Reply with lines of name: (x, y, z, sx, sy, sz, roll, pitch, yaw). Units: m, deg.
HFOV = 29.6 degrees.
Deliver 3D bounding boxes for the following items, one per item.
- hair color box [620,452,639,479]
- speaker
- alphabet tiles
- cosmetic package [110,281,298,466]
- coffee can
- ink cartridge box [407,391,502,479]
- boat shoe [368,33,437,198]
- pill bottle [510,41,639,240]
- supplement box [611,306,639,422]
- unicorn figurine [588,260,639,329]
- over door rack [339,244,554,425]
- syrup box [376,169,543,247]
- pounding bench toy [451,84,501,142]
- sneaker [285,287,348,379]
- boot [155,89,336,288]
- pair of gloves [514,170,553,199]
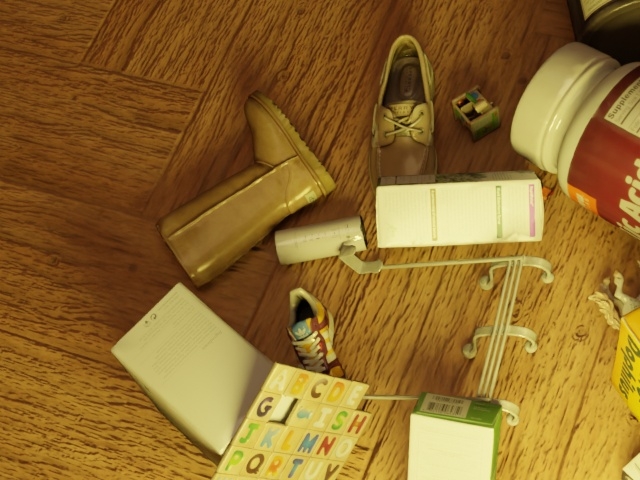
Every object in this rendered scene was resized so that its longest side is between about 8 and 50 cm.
hair color box: (0.483, 0.283, 1.575, 0.167, 0.053, 0.093, -38, 61, -12)
speaker: (0.000, 0.000, 1.837, 0.136, 0.055, 0.055, -11, 60, 6)
alphabet tiles: (-0.030, 0.262, 1.580, 0.009, 0.237, 0.198, 34, 99, 40)
cosmetic package: (-0.137, 0.212, 1.651, 0.225, 0.224, 0.138, 36, 74, 27)
coffee can: (0.476, -0.413, 1.877, 0.202, 0.201, 0.275, -8, 60, 8)
ink cartridge box: (0.172, 0.308, 1.583, 0.109, 0.209, 0.062, 8, 25, 16)
boat shoe: (0.128, -0.181, 1.884, 0.109, 0.098, 0.302, 0, 62, 13)
pill bottle: (0.476, -0.112, 1.693, 0.392, 0.224, 0.224, 35, 74, 29)
supplement box: (0.568, 0.128, 1.504, 0.356, 0.194, 0.195, -27, 59, -8)
unicorn figurine: (0.468, 0.076, 1.696, 0.162, 0.060, 0.111, -32, 68, 10)
over door rack: (0.156, 0.134, 1.712, 0.324, 0.108, 0.239, 2, 61, 30)
syrup box: (0.201, -0.047, 1.764, 0.237, 0.093, 0.096, -2, 102, 4)
pounding bench toy: (0.239, -0.209, 1.884, 0.052, 0.083, 0.065, -32, 60, -6)
sneaker: (-0.013, 0.153, 1.667, 0.070, 0.084, 0.185, -25, 51, 13)
boot: (-0.144, -0.088, 1.901, 0.269, 0.089, 0.236, -34, 60, -6)
pair of gloves: (0.303, -0.067, 1.834, 0.074, 0.010, 0.083, 32, 71, 26)
